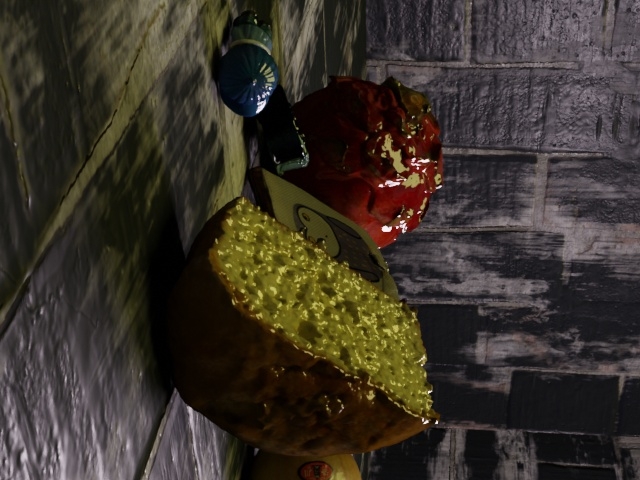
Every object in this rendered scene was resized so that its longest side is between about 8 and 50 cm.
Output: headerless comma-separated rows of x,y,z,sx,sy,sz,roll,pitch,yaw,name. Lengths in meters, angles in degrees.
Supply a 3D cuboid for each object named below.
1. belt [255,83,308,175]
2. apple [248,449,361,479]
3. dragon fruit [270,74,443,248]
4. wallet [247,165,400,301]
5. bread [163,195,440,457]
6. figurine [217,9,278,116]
-0.055,-0.156,1.454,0.140,0.058,0.105,71,0,-52,belt
-0.022,0.359,1.504,0.182,0.182,0.155,41,43,-81,apple
0.056,-0.120,1.639,0.342,0.277,0.277,120,-16,-44,dragon fruit
0.016,0.047,1.404,0.275,0.068,0.335,31,30,-39,wallet
-0.044,0.115,1.099,0.340,0.179,0.194,33,36,-30,bread
-0.086,-0.223,1.265,0.086,0.087,0.149,40,38,-31,figurine
